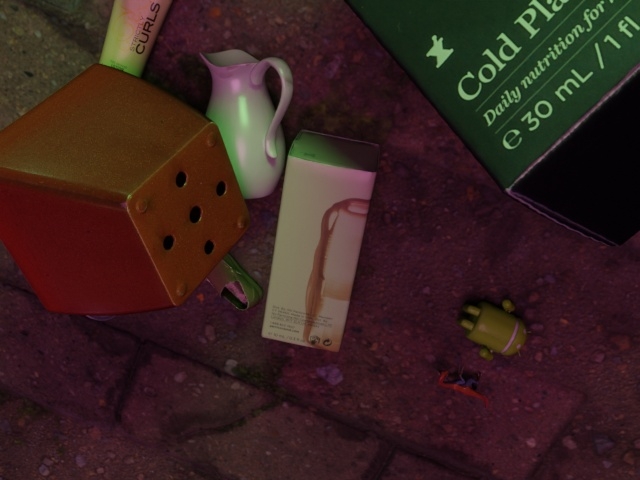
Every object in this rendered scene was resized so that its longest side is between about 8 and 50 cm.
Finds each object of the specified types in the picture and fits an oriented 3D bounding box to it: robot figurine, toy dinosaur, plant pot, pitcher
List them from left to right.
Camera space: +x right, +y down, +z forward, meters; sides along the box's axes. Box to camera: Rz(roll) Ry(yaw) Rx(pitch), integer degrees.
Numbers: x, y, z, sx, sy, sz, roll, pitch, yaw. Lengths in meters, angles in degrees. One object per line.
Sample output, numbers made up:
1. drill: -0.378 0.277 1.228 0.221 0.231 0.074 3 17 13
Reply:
1. plant pot: -0.253 -0.054 0.941 0.235 0.267 0.267 12 136 29
2. pitcher: -0.099 -0.163 1.000 0.178 0.125 0.207 21 119 47
3. toy dinosaur: 0.237 0.240 1.166 0.082 0.090 0.047 -4 135 -37
4. robot figurine: 0.279 0.142 1.118 0.115 0.067 0.101 26 85 -1

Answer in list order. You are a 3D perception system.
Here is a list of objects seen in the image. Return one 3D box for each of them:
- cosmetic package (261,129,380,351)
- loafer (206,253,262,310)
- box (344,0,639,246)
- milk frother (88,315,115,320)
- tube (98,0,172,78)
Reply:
1. cosmetic package: 0.000 0.000 1.059 0.129 0.153 0.296 11 116 3
2. loafer: -0.159 0.062 1.164 0.148 0.050 0.056 39 113 -8
3. box: 0.275 -0.336 0.669 0.480 0.297 0.472 -47 54 23
4. milk frother: -0.350 0.030 1.136 0.143 0.135 0.129 39 113 -8
5. tube: -0.279 -0.305 1.024 0.062 0.070 0.240 41 115 35
